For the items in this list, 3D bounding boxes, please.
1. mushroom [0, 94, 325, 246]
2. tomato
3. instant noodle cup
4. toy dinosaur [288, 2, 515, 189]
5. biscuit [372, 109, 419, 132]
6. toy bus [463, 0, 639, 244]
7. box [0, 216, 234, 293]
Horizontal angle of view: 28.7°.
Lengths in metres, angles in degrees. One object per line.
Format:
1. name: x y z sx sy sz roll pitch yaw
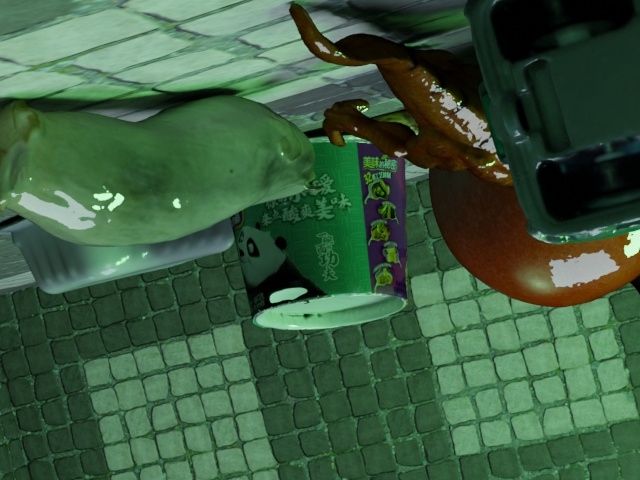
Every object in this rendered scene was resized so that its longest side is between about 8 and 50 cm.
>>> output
1. mushroom: -0.119 -0.052 0.937 0.097 0.109 0.351 17 -165 30
2. tomato: 0.220 -0.065 1.182 0.224 0.256 0.256 4 173 -18
3. instant noodle cup: 0.000 0.000 1.542 0.251 0.190 0.251 -6 165 -2
4. toy dinosaur: 0.082 -0.099 0.951 0.432 0.097 0.208 11 -172 -39
5. biscuit: 0.151 -0.154 1.509 0.234 0.030 0.153 -15 177 7
6. toy bus: 0.282 -0.124 0.791 0.343 0.184 0.199 -14 -177 26
7. box: -0.246 -0.008 1.657 0.336 0.106 0.264 -15 179 -44
